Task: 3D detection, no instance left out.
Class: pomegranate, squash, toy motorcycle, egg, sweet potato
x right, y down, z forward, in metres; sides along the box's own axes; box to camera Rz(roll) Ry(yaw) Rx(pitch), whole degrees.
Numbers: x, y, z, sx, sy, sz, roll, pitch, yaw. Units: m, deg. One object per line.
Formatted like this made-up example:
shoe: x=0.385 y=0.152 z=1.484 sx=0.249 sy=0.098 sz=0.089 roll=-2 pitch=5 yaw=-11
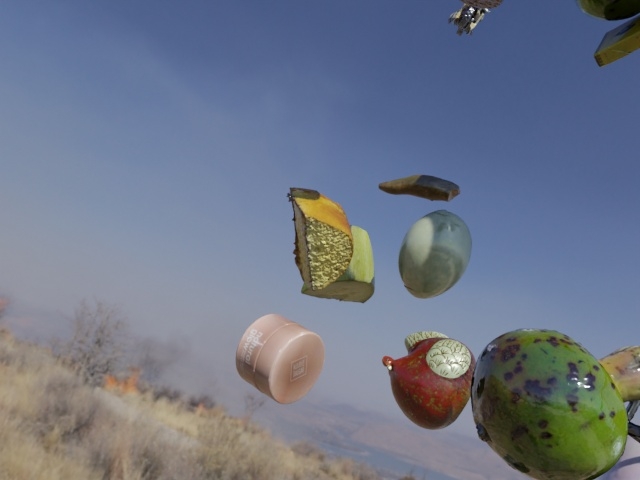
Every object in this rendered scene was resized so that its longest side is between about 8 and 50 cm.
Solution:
pomegranate: x=0.314 y=0.201 z=0.719 sx=0.247 sy=0.202 sz=0.202 roll=-21 pitch=-14 yaw=-4
squash: x=0.078 y=0.073 z=1.639 sx=0.236 sy=0.155 sz=0.204 roll=10 pitch=-30 yaw=-33
pomegranate: x=0.665 y=-0.614 z=1.286 sx=0.211 sy=0.211 sz=0.263 roll=23 pitch=9 yaw=-26
toy motorcycle: x=0.472 y=-0.717 z=1.755 sx=0.094 sy=0.130 sz=0.229 roll=39 pitch=17 yaw=1
egg: x=0.306 y=0.040 z=1.506 sx=0.186 sy=0.253 sz=0.186 roll=17 pitch=13 yaw=-4
sweet potato: x=0.292 y=-0.161 z=1.659 sx=0.243 sy=0.077 sz=0.077 roll=10 pitch=-15 yaw=13

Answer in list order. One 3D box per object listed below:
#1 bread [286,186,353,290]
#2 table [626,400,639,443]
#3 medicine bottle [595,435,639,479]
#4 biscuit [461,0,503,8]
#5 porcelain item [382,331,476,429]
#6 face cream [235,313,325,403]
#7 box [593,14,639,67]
bread: x=0.008 y=-0.007 z=1.270 sx=0.134 sy=0.129 sz=0.260 roll=-17 pitch=-50 yaw=-11
table: x=0.613 y=0.249 z=0.699 sx=0.272 sy=0.222 sz=0.335 roll=36 pitch=-8 yaw=-2
medicine bottle: x=0.614 y=0.528 z=0.992 sx=0.256 sy=0.325 sz=0.256 roll=18 pitch=-54 yaw=26
biscuit: x=0.268 y=-0.584 z=1.085 sx=0.283 sy=0.064 sz=0.432 roll=28 pitch=7 yaw=31
porcelain item: x=0.264 y=0.340 z=1.404 sx=0.252 sy=0.253 sz=0.253 roll=15 pitch=-14 yaw=4
face cream: x=-0.078 y=0.230 z=1.092 sx=0.104 sy=0.149 sz=0.149 roll=20 pitch=-8 yaw=40
box: x=0.747 y=-0.484 z=1.207 sx=0.041 sy=0.153 sz=0.279 roll=51 pitch=-40 yaw=-13
